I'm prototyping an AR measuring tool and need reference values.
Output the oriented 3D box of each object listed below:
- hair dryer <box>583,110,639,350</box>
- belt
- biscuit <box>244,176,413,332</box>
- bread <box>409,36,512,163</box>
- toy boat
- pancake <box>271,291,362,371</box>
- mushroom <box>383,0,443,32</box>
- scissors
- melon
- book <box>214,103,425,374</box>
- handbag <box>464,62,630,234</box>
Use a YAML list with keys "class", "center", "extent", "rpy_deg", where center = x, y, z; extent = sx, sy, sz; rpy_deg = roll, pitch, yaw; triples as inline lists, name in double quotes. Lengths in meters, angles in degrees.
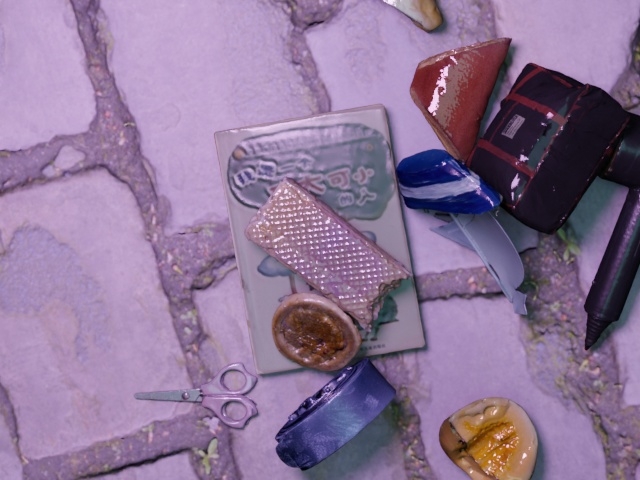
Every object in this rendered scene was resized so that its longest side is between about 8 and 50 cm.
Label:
- class: "hair dryer"
  center: [0.468, 0.004, 1.725]
  extent: [0.189, 0.107, 0.352]
  rpy_deg: [17, 103, -2]
- class: "belt"
  center: [0.016, 0.253, 1.720]
  extent: [0.190, 0.141, 0.082]
  rpy_deg: [-40, 91, 13]
- class: "biscuit"
  center: [0.011, 0.019, 1.705]
  extent: [0.239, 0.062, 0.108]
  rpy_deg: [38, 99, -1]
- class: "bread"
  center: [0.192, -0.218, 1.716]
  extent: [0.119, 0.067, 0.192]
  rpy_deg: [17, 94, 0]
- class: "toy boat"
  center: [0.203, -0.017, 1.699]
  extent: [0.070, 0.210, 0.292]
  rpy_deg: [-43, 135, -16]
- class: "pancake"
  center: [-0.008, 0.137, 1.715]
  extent: [0.139, 0.022, 0.140]
  rpy_deg: [7, 122, 12]
- class: "mushroom"
  center: [0.047, -0.424, 1.698]
  extent: [0.107, 0.087, 0.333]
  rpy_deg: [-36, 95, 3]
- class: "scissors"
  center: [-0.189, 0.235, 1.789]
  extent: [0.188, 0.015, 0.100]
  rpy_deg: [-1, 93, 3]
- class: "melon"
  center: [0.256, 0.300, 1.757]
  extent: [0.128, 0.079, 0.160]
  rpy_deg: [-40, 92, -14]
- class: "book"
  center: [0.000, 0.000, 1.751]
  extent: [0.260, 0.043, 0.371]
  rpy_deg: [-10, 95, 2]
- class: "handbag"
  center: [0.309, -0.134, 1.669]
  extent: [0.155, 0.169, 0.215]
  rpy_deg: [31, 93, -28]
